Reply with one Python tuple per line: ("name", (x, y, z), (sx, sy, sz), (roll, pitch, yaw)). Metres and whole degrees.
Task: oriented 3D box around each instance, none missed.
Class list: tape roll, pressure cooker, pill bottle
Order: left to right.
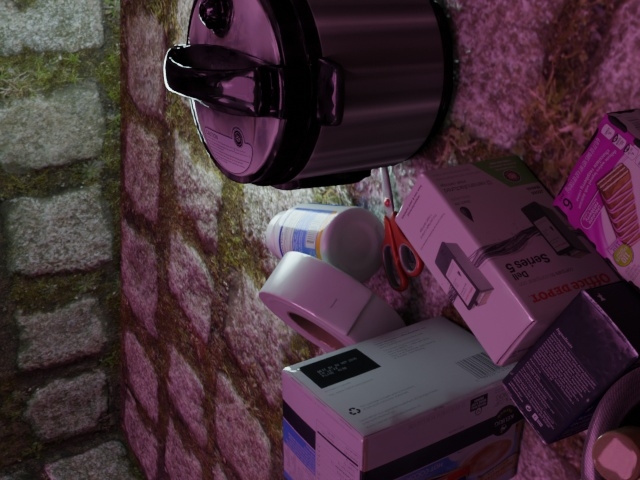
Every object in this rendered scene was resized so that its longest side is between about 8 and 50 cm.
("pressure cooker", (-0.042, -0.280, 1.297), (0.370, 0.420, 0.375), (-45, 63, 52))
("pill bottle", (0.000, 0.000, 1.598), (0.272, 0.152, 0.152), (8, 108, 58))
("tape roll", (0.022, 0.141, 1.508), (0.286, 0.100, 0.286), (32, 165, 10))

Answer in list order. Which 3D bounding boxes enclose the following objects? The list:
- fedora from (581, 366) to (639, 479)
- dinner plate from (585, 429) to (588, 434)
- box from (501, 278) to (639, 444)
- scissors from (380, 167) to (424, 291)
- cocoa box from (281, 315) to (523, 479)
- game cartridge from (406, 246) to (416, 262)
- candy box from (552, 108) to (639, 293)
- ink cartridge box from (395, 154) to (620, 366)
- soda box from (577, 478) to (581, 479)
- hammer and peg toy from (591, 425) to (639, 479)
("fedora", (0.435, 0.280, 0.973), (0.124, 0.244, 0.275), (69, -163, -86))
("dinner plate", (0.424, 0.257, 1.131), (0.141, 0.017, 0.141), (32, 129, 51))
("box", (0.368, 0.156, 1.031), (0.108, 0.153, 0.207), (57, 139, 31))
("scissors", (0.125, -0.051, 1.473), (0.109, 0.021, 0.297), (-41, 61, 54))
("cocoa box", (0.137, 0.308, 1.297), (0.231, 0.347, 0.228), (31, 127, 50))
("game cartridge", (0.156, 0.002, 1.476), (0.056, 0.017, 0.083), (-5, 97, 63))
("candy box", (0.418, -0.032, 0.974), (0.233, 0.071, 0.159), (53, 142, 33))
("ink cartridge box", (0.268, 0.020, 1.117), (0.273, 0.198, 0.115), (58, 143, 29))
("soda box", (0.469, 0.422, 1.035), (0.286, 0.098, 0.091), (36, 136, 49))
("hammer and peg toy", (0.493, 0.233, 0.799), (0.361, 0.127, 0.266), (-33, 72, 35))
